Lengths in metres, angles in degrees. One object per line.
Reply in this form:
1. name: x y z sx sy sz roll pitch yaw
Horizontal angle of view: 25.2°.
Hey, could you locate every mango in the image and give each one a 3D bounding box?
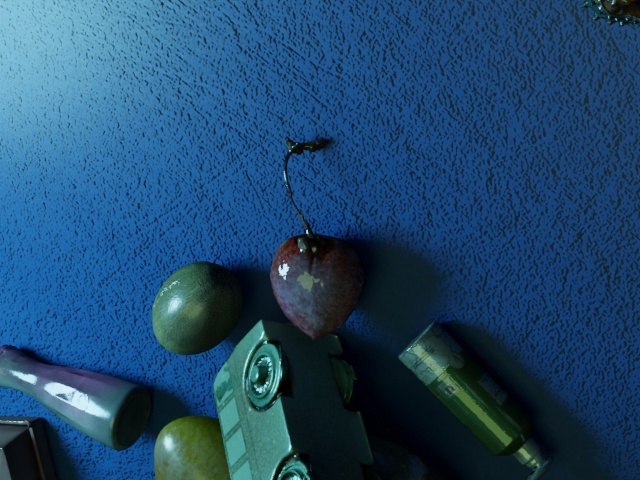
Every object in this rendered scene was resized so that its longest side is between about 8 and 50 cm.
1. mango: -0.102 0.381 1.719 0.221 0.199 0.384 -10 104 28

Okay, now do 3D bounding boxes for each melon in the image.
1. melon: -0.146 0.081 1.679 0.098 0.098 0.131 46 122 2

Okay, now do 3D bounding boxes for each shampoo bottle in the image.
1. shampoo bottle: 0.176 0.182 1.583 0.204 0.065 0.065 46 122 3

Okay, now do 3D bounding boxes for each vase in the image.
1. vase: -0.325 0.192 1.824 0.214 0.086 0.086 19 117 23

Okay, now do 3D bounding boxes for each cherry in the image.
1. cherry: 0.000 0.000 1.587 0.107 0.090 0.226 8 103 22

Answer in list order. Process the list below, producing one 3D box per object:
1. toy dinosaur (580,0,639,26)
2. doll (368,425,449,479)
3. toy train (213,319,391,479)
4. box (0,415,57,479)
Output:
1. toy dinosaur: 0.283 -0.232 1.371 0.154 0.049 0.055 45 120 9
2. doll: 0.111 0.317 1.640 0.221 0.115 0.105 51 157 -2
3. toy train: -0.022 0.243 1.574 0.159 0.129 0.326 -50 42 36
4. box: -0.463 0.345 1.946 0.215 0.086 0.215 -1 109 25
